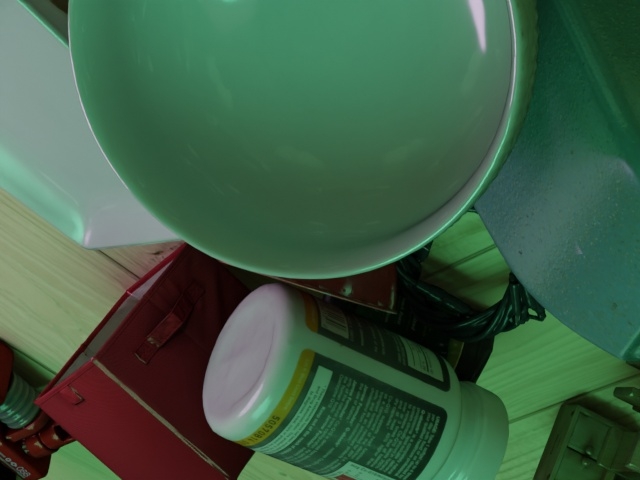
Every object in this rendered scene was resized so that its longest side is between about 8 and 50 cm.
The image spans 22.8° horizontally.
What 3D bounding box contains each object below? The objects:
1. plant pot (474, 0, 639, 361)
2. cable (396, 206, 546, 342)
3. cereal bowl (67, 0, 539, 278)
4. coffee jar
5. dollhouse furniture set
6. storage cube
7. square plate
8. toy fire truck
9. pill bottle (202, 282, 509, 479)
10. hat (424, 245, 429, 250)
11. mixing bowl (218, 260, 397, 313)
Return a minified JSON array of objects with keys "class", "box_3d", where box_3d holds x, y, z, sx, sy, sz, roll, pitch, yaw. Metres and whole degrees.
[{"class":"plant pot","box_3d":[0.275,-0.052,1.218,0.247,0.252,0.248,-5,147,-20]},{"class":"cable","box_3d":[0.141,0.018,1.569,0.150,0.047,0.184,-5,124,27]},{"class":"cereal bowl","box_3d":[-0.002,-0.149,1.131,0.339,0.141,0.339,7,109,21]},{"class":"coffee jar","box_3d":[0.088,0.100,1.670,0.184,0.079,0.096,16,139,-2]},{"class":"dollhouse furniture set","box_3d":[0.357,0.249,1.676,0.161,0.212,0.242,27,167,-13]},{"class":"storage cube","box_3d":[-0.150,0.148,1.666,0.193,0.184,0.215,43,146,-9]},{"class":"square plate","box_3d":[-0.247,-0.114,1.472,0.347,0.049,0.344,41,153,-29]},{"class":"toy fire truck","box_3d":[-0.366,0.208,1.913,0.246,0.158,0.217,-23,129,23]},{"class":"pill bottle","box_3d":[0.038,0.162,1.561,0.278,0.162,0.162,26,141,-25]},{"class":"hat","box_3d":[0.086,-0.117,1.290,0.208,0.183,0.173,-39,77,21]},{"class":"mixing bowl","box_3d":[0.000,0.000,1.534,0.181,0.098,0.181,16,178,0]}]
